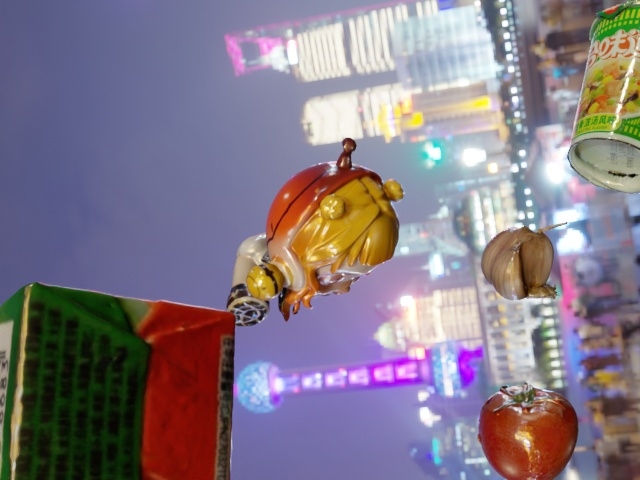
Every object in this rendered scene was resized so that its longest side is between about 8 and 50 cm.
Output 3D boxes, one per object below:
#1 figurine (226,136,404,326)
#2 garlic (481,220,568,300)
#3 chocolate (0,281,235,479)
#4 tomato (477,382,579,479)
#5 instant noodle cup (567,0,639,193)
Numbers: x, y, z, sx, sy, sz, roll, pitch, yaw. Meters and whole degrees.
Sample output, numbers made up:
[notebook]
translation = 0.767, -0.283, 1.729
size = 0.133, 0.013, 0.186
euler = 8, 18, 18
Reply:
[figurine]
translation = -0.004, -0.003, 1.508
size = 0.320, 0.323, 0.196
euler = -20, -107, -50
[garlic]
translation = 0.513, 0.055, 2.238
size = 0.207, 0.256, 0.207
euler = 29, -132, -38
[chocolate]
translation = -0.288, 0.259, 1.272
size = 0.341, 0.161, 0.360
euler = 13, -108, -45
[tomato]
translation = 0.337, 0.316, 1.521
size = 0.167, 0.167, 0.167
euler = -8, -90, -78
[instant noodle cup]
translation = 0.470, -0.206, 1.427
size = 0.233, 0.207, 0.207
euler = -65, -24, -19
